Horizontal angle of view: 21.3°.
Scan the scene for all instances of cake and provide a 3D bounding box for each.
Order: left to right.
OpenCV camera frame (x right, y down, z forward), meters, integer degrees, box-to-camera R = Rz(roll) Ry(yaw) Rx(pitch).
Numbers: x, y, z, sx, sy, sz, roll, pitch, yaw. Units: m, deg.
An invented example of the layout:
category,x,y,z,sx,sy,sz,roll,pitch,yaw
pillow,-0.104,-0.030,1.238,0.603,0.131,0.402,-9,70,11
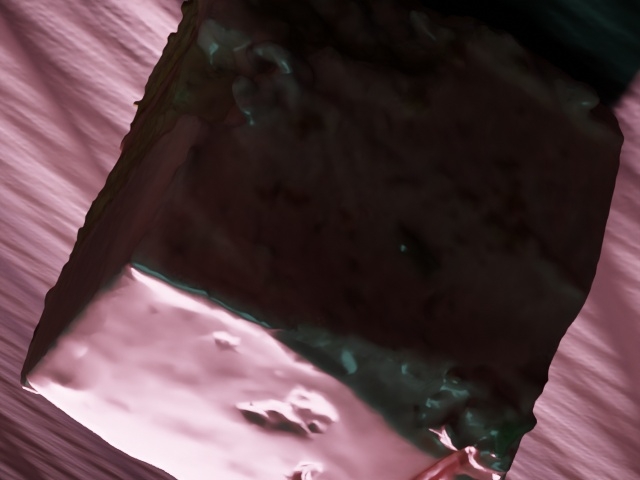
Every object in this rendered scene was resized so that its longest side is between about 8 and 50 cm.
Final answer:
category,x,y,z,sx,sy,sz,roll,pitch,yaw
cake,0.000,0.000,1.119,0.314,0.306,0.293,29,149,-9
